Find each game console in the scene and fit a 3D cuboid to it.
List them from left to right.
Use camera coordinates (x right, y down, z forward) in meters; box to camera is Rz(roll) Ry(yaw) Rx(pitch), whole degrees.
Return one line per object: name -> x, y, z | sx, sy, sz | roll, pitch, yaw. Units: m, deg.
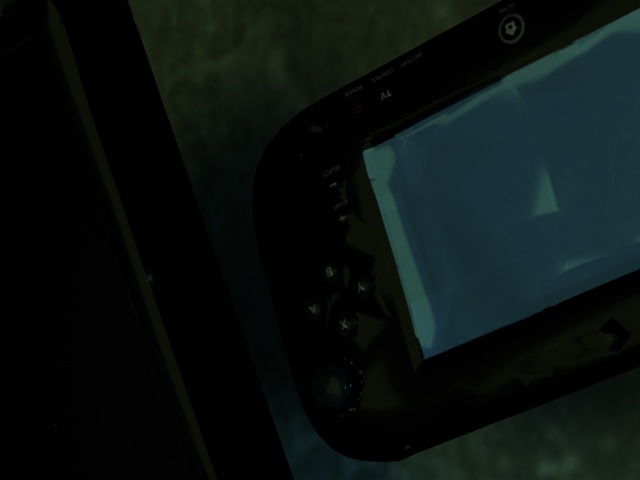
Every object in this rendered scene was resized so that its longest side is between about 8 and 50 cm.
game console -> 0.000, 0.000, 0.531 | 0.361, 0.044, 0.213 | -26, 80, 32

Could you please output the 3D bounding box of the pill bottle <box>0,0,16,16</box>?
pill bottle -> -0.155, -0.135, 0.751 | 0.078, 0.078, 0.137 | -3, 83, 45
